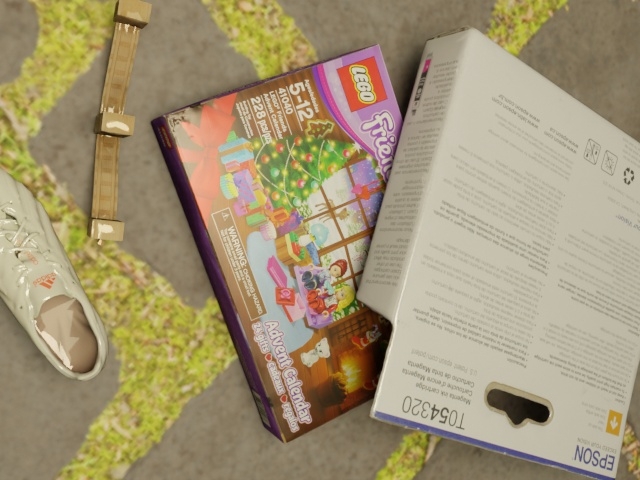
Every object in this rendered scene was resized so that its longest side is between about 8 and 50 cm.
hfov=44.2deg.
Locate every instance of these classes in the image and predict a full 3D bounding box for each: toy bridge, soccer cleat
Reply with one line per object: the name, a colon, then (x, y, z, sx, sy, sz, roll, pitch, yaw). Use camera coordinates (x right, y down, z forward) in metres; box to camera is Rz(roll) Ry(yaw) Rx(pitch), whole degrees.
toy bridge: (-0.161, -0.089, 0.615, 0.026, 0.063, 0.188, 7, 93, -23)
soccer cleat: (-0.219, 0.021, 0.593, 0.068, 0.076, 0.196, -35, 105, -17)

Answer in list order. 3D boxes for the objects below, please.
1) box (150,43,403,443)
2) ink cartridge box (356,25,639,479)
box: (0.000, 0.000, 0.691, 0.201, 0.057, 0.293, -23, 102, -20)
ink cartridge box: (0.187, 0.028, 0.723, 0.324, 0.071, 0.330, 23, 79, -33)
